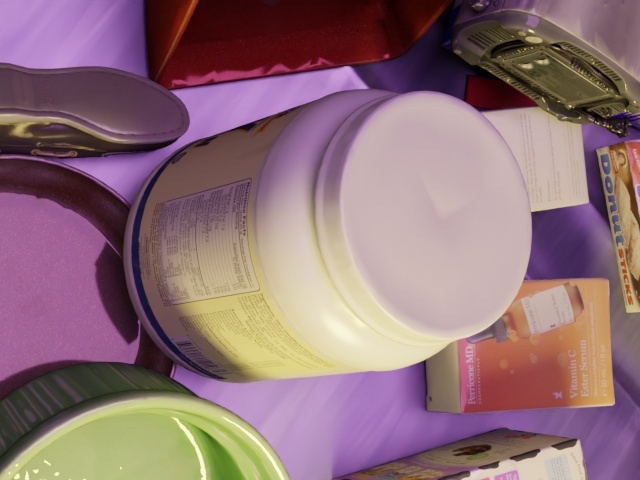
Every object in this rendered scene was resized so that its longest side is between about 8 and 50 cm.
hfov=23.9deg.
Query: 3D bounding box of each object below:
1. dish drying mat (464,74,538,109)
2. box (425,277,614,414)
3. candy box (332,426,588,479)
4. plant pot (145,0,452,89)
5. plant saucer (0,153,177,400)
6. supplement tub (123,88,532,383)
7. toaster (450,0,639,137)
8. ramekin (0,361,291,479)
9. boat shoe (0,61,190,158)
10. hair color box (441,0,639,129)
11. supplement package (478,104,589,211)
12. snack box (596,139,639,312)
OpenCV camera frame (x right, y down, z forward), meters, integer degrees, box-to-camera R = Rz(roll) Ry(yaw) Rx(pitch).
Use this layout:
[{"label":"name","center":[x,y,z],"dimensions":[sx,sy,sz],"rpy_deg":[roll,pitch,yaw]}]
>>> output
[{"label":"dish drying mat","center":[0.189,-0.150,1.573],"dimensions":[0.083,0.008,0.032],"rpy_deg":[9,84,-17]},{"label":"box","center":[0.196,0.105,1.514],"dimensions":[0.170,0.091,0.130],"rpy_deg":[-2,87,-19]},{"label":"candy box","center":[0.133,0.240,1.444],"dimensions":[0.196,0.165,0.070],"rpy_deg":[-13,91,-18]},{"label":"plant pot","center":[-0.031,-0.308,1.391],"dimensions":[0.267,0.267,0.236],"rpy_deg":[-10,79,-19]},{"label":"plant saucer","center":[-0.282,0.078,1.379],"dimensions":[0.310,0.050,0.311],"rpy_deg":[1,86,-17]},{"label":"supplement tub","center":[0.000,0.000,1.309],"dimensions":[0.235,0.324,0.236],"rpy_deg":[7,79,-36]},{"label":"toaster","center":[0.236,-0.208,1.409],"dimensions":[0.227,0.129,0.146],"rpy_deg":[27,72,-29]},{"label":"ramekin","center":[-0.183,0.252,1.308],"dimensions":[0.303,0.148,0.303],"rpy_deg":[-7,108,-24]},{"label":"boat shoe","center":[-0.238,-0.114,1.400],"dimensions":[0.227,0.069,0.081],"rpy_deg":[6,56,-19]},{"label":"hair color box","center":[0.315,-0.232,1.569],"dimensions":[0.338,0.110,0.185],"rpy_deg":[20,79,-18]},{"label":"supplement package","center":[0.160,-0.077,1.504],"dimensions":[0.179,0.105,0.105],"rpy_deg":[-7,94,-19]},{"label":"snack box","center":[0.327,-0.014,1.579],"dimensions":[0.022,0.064,0.178],"rpy_deg":[-10,89,-18]}]
